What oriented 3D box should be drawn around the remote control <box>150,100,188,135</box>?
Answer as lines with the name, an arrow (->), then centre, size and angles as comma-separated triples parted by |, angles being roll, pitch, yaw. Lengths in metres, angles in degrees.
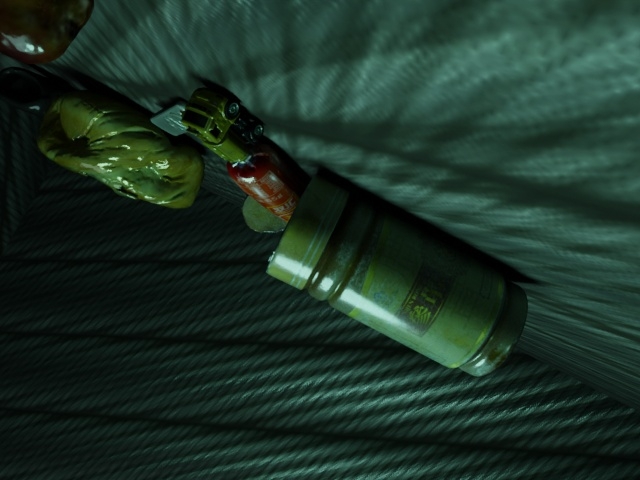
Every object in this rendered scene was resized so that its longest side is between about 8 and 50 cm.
remote control -> -0.209, -0.183, 0.716 | 0.050, 0.027, 0.184 | 28, 172, -30

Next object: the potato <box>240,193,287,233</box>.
potato -> -0.156, -0.068, 1.460 | 0.172, 0.100, 0.089 | 25, -178, -3

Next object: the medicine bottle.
medicine bottle -> 0.101, 0.050, 0.659 | 0.323, 0.151, 0.151 | 28, 177, -2

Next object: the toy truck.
toy truck -> -0.106, -0.123, 0.515 | 0.049, 0.054, 0.083 | 26, 176, 28

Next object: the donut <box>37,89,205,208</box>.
donut -> -0.407, -0.189, 1.019 | 0.361, 0.169, 0.360 | 23, 180, 0

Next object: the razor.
razor -> -0.652, -0.328, 1.261 | 0.205, 0.113, 0.349 | 26, 175, 16

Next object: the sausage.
sausage -> -0.062, -0.079, 0.707 | 0.074, 0.074, 0.274 | 27, 175, 20

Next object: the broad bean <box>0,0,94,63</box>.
broad bean -> -0.253, -0.199, 0.347 | 0.165, 0.084, 0.114 | 36, 158, -20
